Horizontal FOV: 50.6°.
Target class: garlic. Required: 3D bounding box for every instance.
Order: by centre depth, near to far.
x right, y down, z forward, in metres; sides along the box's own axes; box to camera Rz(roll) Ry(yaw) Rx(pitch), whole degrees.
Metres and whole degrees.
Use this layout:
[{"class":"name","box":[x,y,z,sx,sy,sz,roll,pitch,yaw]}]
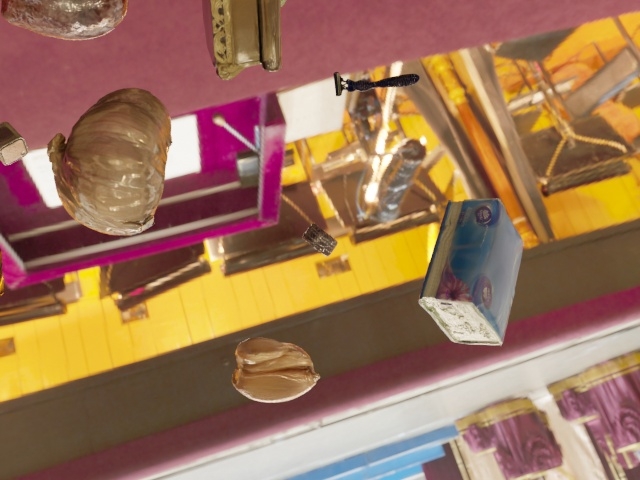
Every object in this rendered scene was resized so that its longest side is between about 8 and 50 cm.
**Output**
[{"class":"garlic","box":[-0.426,-0.166,1.420,0.241,0.321,0.322,7,147,-44]},{"class":"garlic","box":[-0.122,0.344,1.816,0.228,0.110,0.217,10,126,-9]}]

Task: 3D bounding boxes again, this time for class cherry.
[{"class":"cherry","box":[-0.545,-0.545,1.450,0.300,0.203,0.230,-21,140,0]}]

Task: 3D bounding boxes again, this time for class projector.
[{"class":"projector","box":[-0.916,-0.283,1.976,0.083,0.082,0.083,-38,160,-27]}]

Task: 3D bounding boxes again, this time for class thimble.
[{"class":"thimble","box":[0.000,0.000,2.062,0.066,0.095,0.104,-53,154,-1]}]

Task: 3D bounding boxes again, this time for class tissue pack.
[{"class":"tissue pack","box":[0.339,0.070,1.485,0.146,0.263,0.198,-1,145,39]}]

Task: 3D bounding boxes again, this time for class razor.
[{"class":"razor","box":[0.100,-0.282,1.209,0.155,0.044,0.028,-7,174,-8]}]

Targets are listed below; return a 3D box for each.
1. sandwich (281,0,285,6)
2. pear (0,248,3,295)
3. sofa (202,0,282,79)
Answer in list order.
[{"class":"sandwich","box":[-0.183,-0.613,1.665,0.160,0.185,0.109,-57,-167,-6]},{"class":"pear","box":[-0.586,-0.055,0.843,0.165,0.398,0.399,-22,160,2]},{"class":"sofa","box":[-0.132,-0.450,1.328,0.182,0.258,0.200,-6,124,-13]}]
